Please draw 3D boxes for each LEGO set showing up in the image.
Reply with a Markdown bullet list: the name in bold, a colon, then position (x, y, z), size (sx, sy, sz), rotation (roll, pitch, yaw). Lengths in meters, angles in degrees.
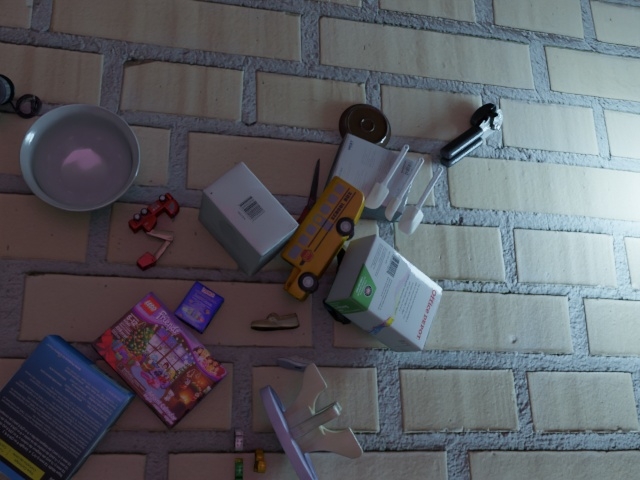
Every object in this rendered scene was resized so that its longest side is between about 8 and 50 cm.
- **LEGO set**: position (-0.173, 0.580, 1.646), size (0.086, 0.093, 0.228), rotation (3, 73, -12)

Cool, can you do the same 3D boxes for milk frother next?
- **milk frother**: position (-0.827, -0.380, 1.761), size (0.143, 0.135, 0.129), rotation (-11, 107, -13)

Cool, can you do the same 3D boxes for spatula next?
- **spatula**: position (0.247, -0.150, 1.915), size (0.168, 0.019, 0.242), rotation (32, 69, 3)

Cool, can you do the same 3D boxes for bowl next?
- **bowl**: position (-0.626, -0.198, 1.754), size (0.297, 0.134, 0.298), rotation (4, 73, -13)

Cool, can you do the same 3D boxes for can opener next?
- **can opener**: position (0.474, -0.330, 2.097), size (0.280, 0.074, 0.093), rotation (-39, 51, -22)

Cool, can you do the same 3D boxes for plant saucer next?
- **plant saucer**: position (0.140, -0.348, 2.036), size (0.168, 0.029, 0.169), rotation (4, 74, -13)

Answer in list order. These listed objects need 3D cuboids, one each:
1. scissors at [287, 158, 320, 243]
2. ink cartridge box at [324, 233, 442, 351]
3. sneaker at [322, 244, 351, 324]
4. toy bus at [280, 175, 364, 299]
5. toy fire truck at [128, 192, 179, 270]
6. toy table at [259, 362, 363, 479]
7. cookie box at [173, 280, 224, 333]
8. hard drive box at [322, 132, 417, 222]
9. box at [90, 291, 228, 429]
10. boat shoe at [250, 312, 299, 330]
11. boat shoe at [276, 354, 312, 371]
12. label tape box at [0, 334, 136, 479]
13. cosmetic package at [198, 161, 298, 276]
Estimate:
- **scissors**: position (-0.019, -0.096, 1.930), size (0.108, 0.021, 0.297), rotation (25, 69, -2)
- **ink cartridge box**: position (0.176, 0.148, 1.788), size (0.278, 0.117, 0.202), rotation (38, 60, -24)
- **sneaker**: position (0.054, 0.125, 1.844), size (0.121, 0.079, 0.217), rotation (-15, 79, -19)
- **toy bus**: position (0.000, 0.000, 1.804), size (0.130, 0.108, 0.333), rotation (34, 85, 7)
- **toy fire truck**: position (-0.442, -0.025, 1.791), size (0.192, 0.047, 0.135), rotation (-41, 86, -21)
- **toy table**: position (-0.021, 0.459, 1.658), size (0.160, 0.252, 0.274), rotation (-29, 90, -2)
- **cookie box**: position (-0.321, 0.178, 1.761), size (0.091, 0.040, 0.107), rotation (34, 69, -1)
- **hard drive box**: position (0.146, -0.183, 1.954), size (0.232, 0.089, 0.181), rotation (22, 70, -6)
- **box**: position (-0.407, 0.304, 1.694), size (0.293, 0.057, 0.201), rotation (45, 69, 3)
- **boat shoe**: position (-0.124, 0.218, 1.794), size (0.135, 0.050, 0.045), rotation (1, 70, -23)
- **boat shoe**: position (-0.069, 0.324, 1.784), size (0.100, 0.035, 0.035), rotation (11, 44, -6)
- **label tape box**: position (-0.648, 0.434, 1.566), size (0.249, 0.115, 0.348), rotation (37, 80, 0)
- **cosmetic package**: position (-0.197, -0.050, 1.761), size (0.138, 0.225, 0.224), rotation (-40, 86, -23)
